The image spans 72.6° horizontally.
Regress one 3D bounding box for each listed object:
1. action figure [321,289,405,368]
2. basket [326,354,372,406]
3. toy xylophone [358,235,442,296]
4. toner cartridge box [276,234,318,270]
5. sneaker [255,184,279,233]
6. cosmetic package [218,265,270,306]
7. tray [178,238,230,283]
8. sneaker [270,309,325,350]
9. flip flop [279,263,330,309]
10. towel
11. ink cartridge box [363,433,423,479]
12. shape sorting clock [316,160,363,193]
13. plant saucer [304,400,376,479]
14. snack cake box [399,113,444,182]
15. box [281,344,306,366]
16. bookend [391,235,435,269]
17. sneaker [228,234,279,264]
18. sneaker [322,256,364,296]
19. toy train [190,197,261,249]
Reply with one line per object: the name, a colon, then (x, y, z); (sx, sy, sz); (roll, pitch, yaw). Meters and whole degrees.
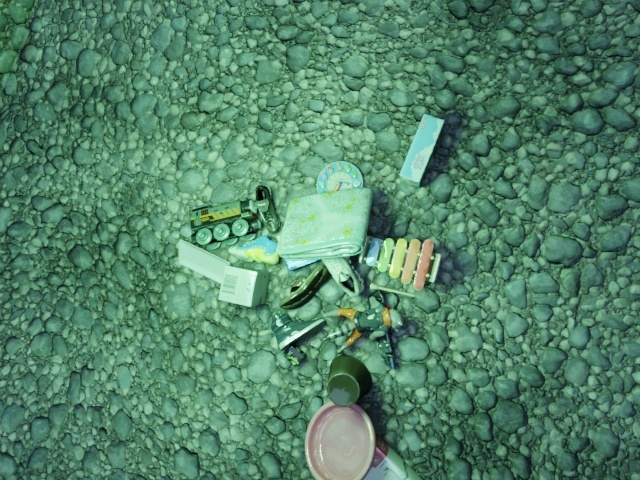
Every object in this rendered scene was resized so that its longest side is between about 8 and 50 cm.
action figure: (0.195, 0.381, 1.788); (0.330, 0.178, 0.341); (-22, 79, 20)
basket: (0.109, 0.576, 1.764); (0.204, 0.227, 0.154); (42, 95, 10)
toy xylophone: (0.314, 0.102, 1.746); (0.322, 0.081, 0.236); (6, 89, 12)
toner cartridge box: (0.000, 0.000, 1.895); (0.348, 0.075, 0.165); (-21, 83, 10)
sneaker: (-0.245, -0.143, 1.937); (0.078, 0.106, 0.234); (-16, 84, 11)
cosmetic package: (-0.326, 0.195, 1.895); (0.151, 0.183, 0.151); (10, 89, 13)
tray: (-0.530, 0.097, 1.997); (0.270, 0.030, 0.145); (24, 125, 12)
sneaker: (-0.107, 0.351, 1.892); (0.226, 0.086, 0.163); (-26, 62, -12)
flip flop: (-0.071, 0.196, 1.892); (0.277, 0.112, 0.080); (-48, 54, 8)
towel: (0.018, -0.072, 1.774); (0.374, 0.090, 0.320); (-6, 50, 23)
ink cartridge box: (0.263, 0.976, 1.765); (0.283, 0.117, 0.207); (43, 95, 11)
shape sorting clock: (0.083, -0.247, 1.909); (0.206, 0.040, 0.206); (-1, 87, 11)
plant saucer: (0.089, 0.822, 1.765); (0.332, 0.084, 0.332); (-20, 53, 29)
snack cake box: (0.416, -0.361, 1.791); (0.089, 0.152, 0.264); (22, 92, 12)
box: (-0.114, 0.498, 1.902); (0.083, 0.052, 0.062); (39, 95, 12)
bookend: (0.368, 0.031, 1.819); (0.156, 0.072, 0.157); (40, 94, 11)
sneaker: (-0.289, 0.033, 1.959); (0.240, 0.091, 0.126); (12, 71, 12)
sneaker: (0.079, 0.109, 1.792); (0.110, 0.118, 0.292); (-37, 92, 13)
toy train: (-0.431, -0.079, 1.962); (0.334, 0.142, 0.190); (-13, 75, 10)
